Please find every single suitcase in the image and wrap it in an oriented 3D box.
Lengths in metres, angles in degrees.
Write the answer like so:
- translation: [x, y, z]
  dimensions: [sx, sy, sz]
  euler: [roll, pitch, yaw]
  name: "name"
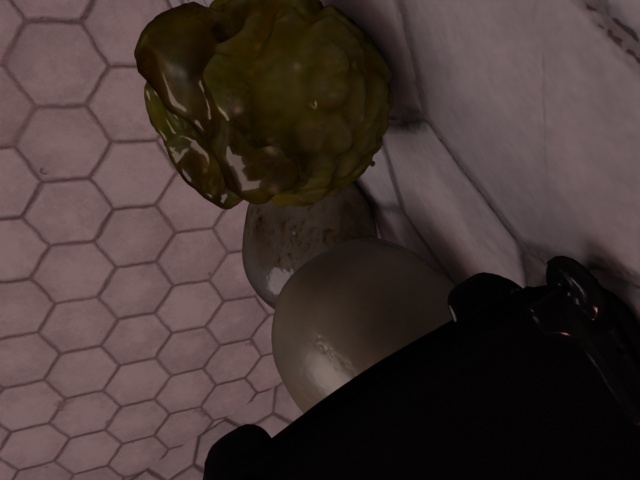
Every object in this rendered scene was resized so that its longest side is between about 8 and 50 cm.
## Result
- translation: [0.116, 0.228, 0.446]
  dimensions: [0.339, 0.345, 0.188]
  euler: [58, 168, 4]
  name: "suitcase"

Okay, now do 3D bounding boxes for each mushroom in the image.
- translation: [0.000, 0.000, 1.013]
  dimensions: [0.244, 0.243, 0.243]
  euler: [57, 173, 11]
  name: "mushroom"

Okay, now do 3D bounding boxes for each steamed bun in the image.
- translation: [0.074, 0.161, 0.782]
  dimensions: [0.324, 0.206, 0.324]
  euler: [40, 162, 15]
  name: "steamed bun"

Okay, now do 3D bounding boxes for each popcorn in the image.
- translation: [-0.053, -0.124, 0.584]
  dimensions: [0.236, 0.206, 0.251]
  euler: [22, -147, -1]
  name: "popcorn"
